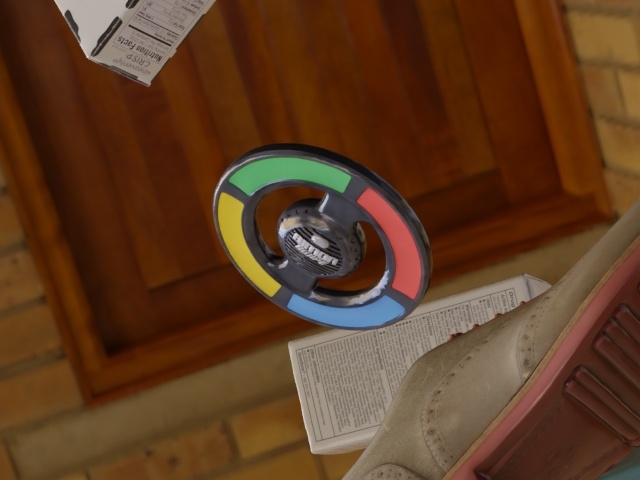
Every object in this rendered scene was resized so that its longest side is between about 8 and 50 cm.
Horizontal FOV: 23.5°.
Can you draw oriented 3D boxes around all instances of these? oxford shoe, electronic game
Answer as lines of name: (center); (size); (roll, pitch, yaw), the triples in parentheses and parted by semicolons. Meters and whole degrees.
oxford shoe: (0.116, 0.064, 0.838); (0.348, 0.123, 0.130); (-48, -137, -6)
electronic game: (0.000, 0.000, 1.495); (0.229, 0.229, 0.048); (-7, -144, 35)

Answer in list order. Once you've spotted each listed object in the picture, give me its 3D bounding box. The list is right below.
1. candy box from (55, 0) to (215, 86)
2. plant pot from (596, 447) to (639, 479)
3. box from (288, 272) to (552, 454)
candy box: (-0.122, -0.264, 1.243); (0.233, 0.071, 0.159); (-48, -133, 18)
plant pot: (0.205, 0.225, 1.044); (0.234, 0.165, 0.165); (-42, 169, 31)
box: (0.134, 0.152, 1.842); (0.311, 0.148, 0.121); (-16, 167, 21)
